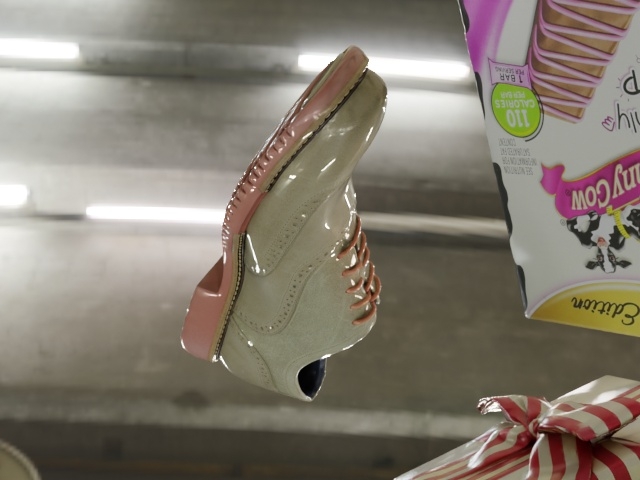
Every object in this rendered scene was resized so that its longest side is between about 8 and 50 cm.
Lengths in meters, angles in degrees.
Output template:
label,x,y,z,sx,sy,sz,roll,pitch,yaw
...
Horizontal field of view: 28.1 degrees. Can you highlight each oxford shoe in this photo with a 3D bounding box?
label,x,y,z,sx,sy,sz,roll,pitch,yaw
oxford shoe,0.000,0.000,1.047,0.146,0.397,0.140,32,-125,5

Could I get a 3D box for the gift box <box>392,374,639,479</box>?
label,x,y,z,sx,sy,sz,roll,pitch,yaw
gift box,0.203,0.252,0.995,0.276,0.258,0.255,-23,-176,-17

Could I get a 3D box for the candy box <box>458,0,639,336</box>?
label,x,y,z,sx,sy,sz,roll,pitch,yaw
candy box,0.138,-0.076,0.530,0.071,0.233,0.159,-24,-164,-31
